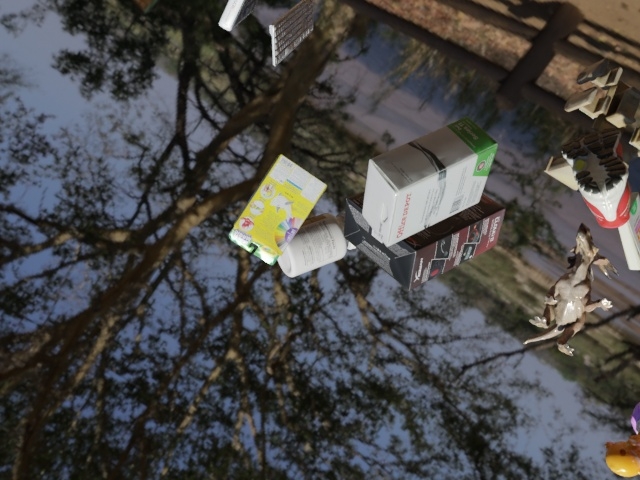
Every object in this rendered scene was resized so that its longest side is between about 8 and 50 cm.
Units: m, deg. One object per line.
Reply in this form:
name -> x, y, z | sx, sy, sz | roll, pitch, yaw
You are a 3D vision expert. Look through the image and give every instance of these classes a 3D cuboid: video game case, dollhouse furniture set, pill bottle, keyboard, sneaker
video game case -> -0.081, -0.391, 0.902 | 0.022, 0.173, 0.190 | 27, -154, -10
dollhouse furniture set -> 0.652, -0.251, 1.495 | 0.212, 0.242, 0.161 | 29, 170, -11
pill bottle -> 0.000, 0.000, 1.702 | 0.131, 0.229, 0.131 | 51, 152, 41
keyboard -> -0.049, -0.402, 1.218 | 0.014, 0.072, 0.256 | 3, -148, 16
sneaker -> 0.518, -0.116, 1.195 | 0.118, 0.107, 0.279 | 61, -148, -24

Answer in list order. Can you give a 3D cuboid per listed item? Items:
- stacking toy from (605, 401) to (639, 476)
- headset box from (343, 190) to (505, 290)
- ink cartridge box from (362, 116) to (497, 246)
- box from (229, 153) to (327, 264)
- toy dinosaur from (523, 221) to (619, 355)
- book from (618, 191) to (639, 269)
stacking toy -> 0.549, 0.276, 0.983 | 0.175, 0.302, 0.166 | 40, 147, 46
headset box -> 0.230, -0.043, 1.377 | 0.293, 0.110, 0.218 | -24, -134, -30
ink cartridge box -> 0.181, -0.099, 1.097 | 0.087, 0.208, 0.153 | 53, 157, 30
box -> -0.080, -0.054, 1.169 | 0.105, 0.179, 0.043 | 34, 180, -12
toy dinosaur -> 0.575, 0.129, 1.462 | 0.127, 0.296, 0.200 | 28, -142, 16
book -> 0.695, -0.021, 1.419 | 0.035, 0.096, 0.144 | -1, 128, 46
